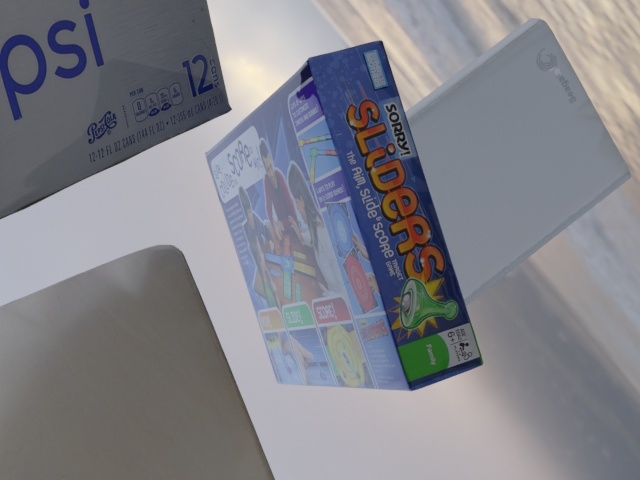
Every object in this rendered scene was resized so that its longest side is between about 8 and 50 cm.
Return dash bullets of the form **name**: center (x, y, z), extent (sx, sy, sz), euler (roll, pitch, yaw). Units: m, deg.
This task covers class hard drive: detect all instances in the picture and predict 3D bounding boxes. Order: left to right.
- **hard drive**: center (0.153, -0.056, 1.181), extent (0.203, 0.307, 0.040), euler (55, 173, -20)

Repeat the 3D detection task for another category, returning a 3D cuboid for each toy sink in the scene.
- **toy sink**: center (-0.080, 0.130, 0.416), extent (0.234, 0.152, 0.131), euler (-124, 14, -57)

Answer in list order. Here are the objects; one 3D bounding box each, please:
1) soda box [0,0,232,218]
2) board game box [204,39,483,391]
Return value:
- **soda box**: center (-0.160, -0.049, 0.403), extent (0.286, 0.091, 0.098), euler (-35, -60, -47)
- **board game box**: center (0.000, 0.000, 0.537), extent (0.201, 0.035, 0.136), euler (162, 90, -72)
